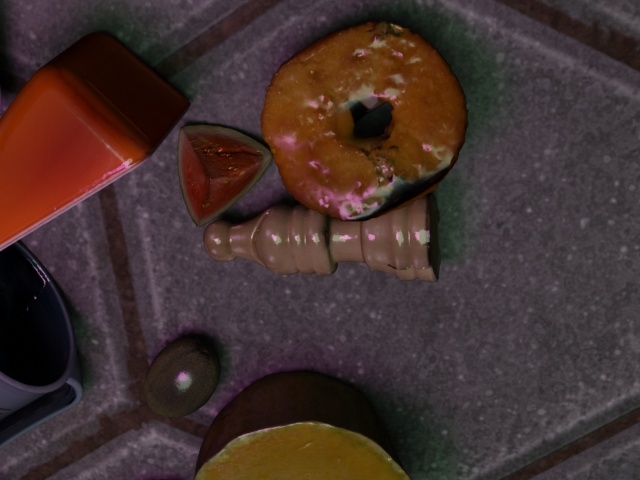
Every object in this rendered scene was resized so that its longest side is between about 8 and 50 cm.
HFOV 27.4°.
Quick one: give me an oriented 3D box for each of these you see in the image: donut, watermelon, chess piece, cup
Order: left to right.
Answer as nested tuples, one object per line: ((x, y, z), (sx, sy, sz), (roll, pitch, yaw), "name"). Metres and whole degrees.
((-0.518, 0.156, 1.791), (0.311, 0.331, 0.256), (-30, 78, 18), "cup")
((-0.136, -0.077, 1.704), (0.125, 0.094, 0.135), (16, 102, -5), "watermelon")
((0.000, 0.000, 1.735), (0.307, 0.139, 0.124), (-2, 103, 10), "chess piece")
((0.056, -0.145, 1.618), (0.254, 0.118, 0.253), (0, 88, 4), "donut")

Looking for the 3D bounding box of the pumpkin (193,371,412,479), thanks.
((-0.031, 0.336, 1.869), (0.332, 0.199, 0.332), (-2, 123, -2), "pumpkin")

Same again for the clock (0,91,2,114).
((-0.440, -0.230, 1.654), (0.050, 0.110, 0.152), (-10, 118, -20), "clock")

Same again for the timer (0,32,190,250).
((-0.316, -0.108, 1.618), (0.161, 0.257, 0.250), (42, 110, -9), "timer")

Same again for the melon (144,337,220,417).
((-0.196, 0.195, 1.847), (0.098, 0.098, 0.130), (37, 116, -14), "melon")
